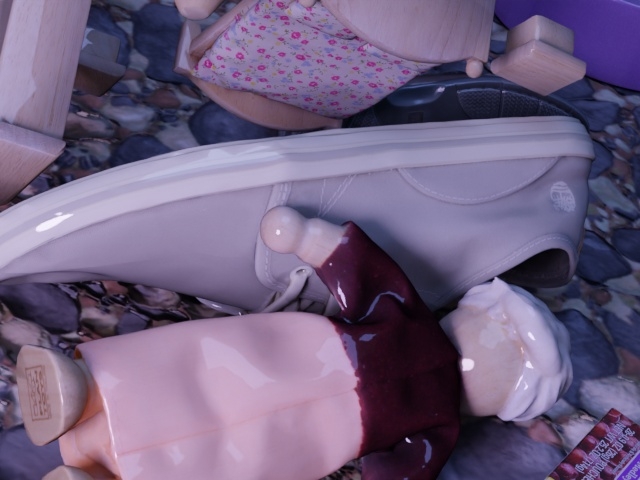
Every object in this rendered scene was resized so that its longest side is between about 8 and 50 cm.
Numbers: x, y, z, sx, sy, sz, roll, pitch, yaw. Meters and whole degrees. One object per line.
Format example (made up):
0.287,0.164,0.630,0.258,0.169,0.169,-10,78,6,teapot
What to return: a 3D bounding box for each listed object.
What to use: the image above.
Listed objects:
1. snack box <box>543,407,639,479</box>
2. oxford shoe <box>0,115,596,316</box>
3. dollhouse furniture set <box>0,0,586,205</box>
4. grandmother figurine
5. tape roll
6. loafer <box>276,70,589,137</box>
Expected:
0.174,0.207,0.697,0.174,0.070,0.207,35,41,22,snack box
0.000,0.000,0.850,0.449,0.169,0.130,-7,86,-27,oxford shoe
-0.058,-0.074,0.879,0.355,0.303,0.174,18,69,-25,dollhouse furniture set
0.005,0.081,0.746,0.342,0.208,0.104,-6,0,-30,grandmother figurine
0.319,-0.264,1.360,0.274,0.090,0.275,10,37,-8,tape roll
0.089,-0.106,1.060,0.267,0.096,0.084,1,33,-18,loafer
